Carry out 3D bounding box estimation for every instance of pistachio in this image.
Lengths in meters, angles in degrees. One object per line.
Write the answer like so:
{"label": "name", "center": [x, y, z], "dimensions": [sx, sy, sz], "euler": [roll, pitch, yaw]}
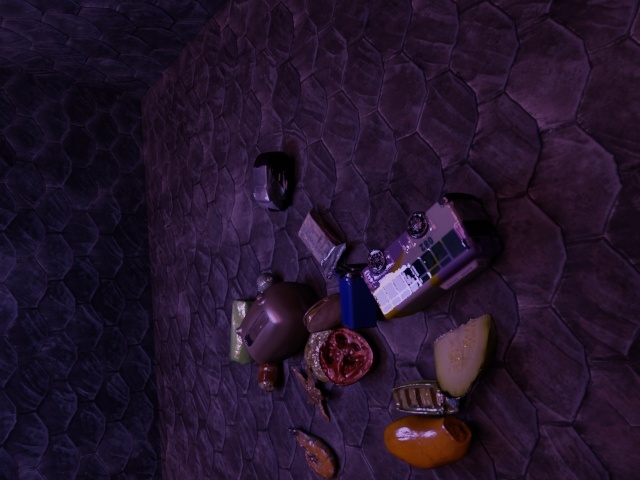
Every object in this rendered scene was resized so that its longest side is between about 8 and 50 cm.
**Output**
{"label": "pistachio", "center": [0.034, 0.298, 1.823], "dimensions": [0.223, 0.152, 0.126], "euler": [-34, 40, -6]}

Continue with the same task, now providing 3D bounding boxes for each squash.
{"label": "squash", "center": [0.450, 0.372, 1.387], "dimensions": [0.237, 0.155, 0.204], "euler": [-43, 61, 39]}

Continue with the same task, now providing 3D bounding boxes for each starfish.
{"label": "starfish", "center": [-0.041, 0.653, 1.953], "dimensions": [0.295, 0.048, 0.231], "euler": [50, 148, 35]}

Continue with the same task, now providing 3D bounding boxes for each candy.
{"label": "candy", "center": [-0.402, 0.481, 2.323], "dimensions": [0.142, 0.132, 0.344], "euler": [3, 90, 63]}

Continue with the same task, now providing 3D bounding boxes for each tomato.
{"label": "tomato", "center": [0.111, 0.462, 1.759], "dimensions": [0.227, 0.101, 0.228], "euler": [-4, 76, 16]}

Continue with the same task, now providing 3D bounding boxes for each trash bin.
{"label": "trash bin", "center": [0.140, 0.213, 1.694], "dimensions": [0.162, 0.184, 0.235], "euler": [-157, 65, -72]}

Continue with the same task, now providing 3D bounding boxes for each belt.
{"label": "belt", "center": [-0.219, -0.283, 2.117], "dimensions": [0.164, 0.184, 0.289], "euler": [7, 99, 43]}

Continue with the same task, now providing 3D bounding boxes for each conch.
{"label": "conch", "center": [-0.257, 0.229, 2.196], "dimensions": [0.135, 0.102, 0.153], "euler": [56, 161, 19]}

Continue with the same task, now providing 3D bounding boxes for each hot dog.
{"label": "hot dog", "center": [-0.252, 0.644, 2.184], "dimensions": [0.146, 0.103, 0.213], "euler": [161, 116, -67]}

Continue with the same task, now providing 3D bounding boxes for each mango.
{"label": "mango", "center": [0.355, 0.673, 1.472], "dimensions": [0.359, 0.144, 0.187], "euler": [-25, 98, 46]}

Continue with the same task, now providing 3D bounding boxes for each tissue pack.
{"label": "tissue pack", "center": [-0.196, 0.379, 2.000], "dimensions": [0.267, 0.276, 0.387], "euler": [56, 128, 29]}

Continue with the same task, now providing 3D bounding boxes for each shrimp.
{"label": "shrimp", "center": [-0.044, 0.947, 1.969], "dimensions": [0.316, 0.062, 0.164], "euler": [21, 107, 43]}

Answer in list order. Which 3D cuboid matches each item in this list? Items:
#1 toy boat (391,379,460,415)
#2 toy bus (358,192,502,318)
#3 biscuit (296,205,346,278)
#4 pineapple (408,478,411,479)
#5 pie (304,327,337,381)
{"label": "toy boat", "center": [0.375, 0.538, 1.515], "dimensions": [0.276, 0.084, 0.111], "euler": [-25, 73, 48]}
{"label": "toy bus", "center": [0.362, 0.062, 1.447], "dimensions": [0.440, 0.209, 0.249], "euler": [-47, 58, 36]}
{"label": "biscuit", "center": [-0.002, 0.004, 1.942], "dimensions": [0.309, 0.079, 0.186], "euler": [49, 125, 36]}
{"label": "pineapple", "center": [0.268, 0.943, 1.603], "dimensions": [0.237, 0.119, 0.111], "euler": [-46, 13, 31]}
{"label": "pie", "center": [0.024, 0.486, 1.890], "dimensions": [0.201, 0.090, 0.248], "euler": [32, 110, 38]}
